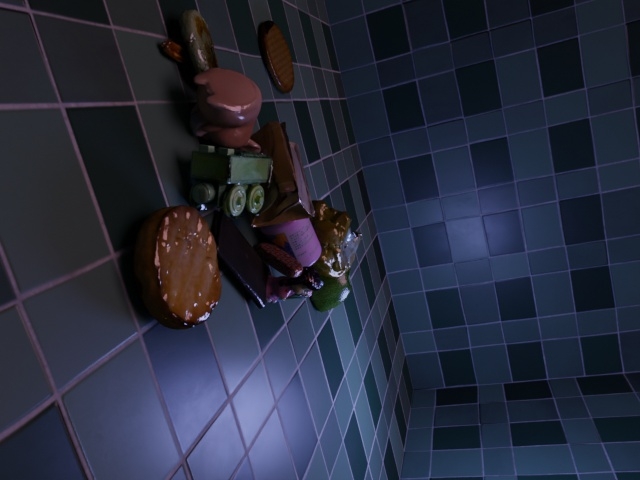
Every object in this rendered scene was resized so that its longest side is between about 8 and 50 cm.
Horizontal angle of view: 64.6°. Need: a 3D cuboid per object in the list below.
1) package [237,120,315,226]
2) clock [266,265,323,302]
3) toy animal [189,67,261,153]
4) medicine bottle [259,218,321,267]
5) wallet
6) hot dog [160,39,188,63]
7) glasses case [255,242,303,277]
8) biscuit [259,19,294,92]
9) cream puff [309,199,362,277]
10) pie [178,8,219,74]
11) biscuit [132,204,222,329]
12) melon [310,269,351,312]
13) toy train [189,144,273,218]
[{"bbox_3d":[-0.149,-0.225,1.615,0.165,0.222,0.311,92,-14,-61],"label":"package"},{"bbox_3d":[-0.086,0.155,1.771,0.194,0.196,0.100,23,56,-67],"label":"clock"},{"bbox_3d":[-0.275,-0.365,1.479,0.213,0.256,0.195,-26,77,-33],"label":"toy animal"},{"bbox_3d":[-0.123,-0.047,1.799,0.178,0.178,0.290,-78,152,-50],"label":"medicine bottle"},{"bbox_3d":[-0.247,0.064,1.575,0.321,0.044,0.170,59,24,-45],"label":"wallet"},{"bbox_3d":[-0.411,-0.532,1.425,0.122,0.037,0.049,-3,97,-74],"label":"hot dog"},{"bbox_3d":[-0.138,0.069,1.702,0.073,0.195,0.049,-14,129,-48],"label":"glasses case"},{"bbox_3d":[-0.191,-0.813,2.249,0.318,0.040,0.317,-10,90,-71],"label":"biscuit"},{"bbox_3d":[0.000,0.008,2.064,0.274,0.270,0.323,-67,153,-20],"label":"cream puff"},{"bbox_3d":[-0.355,-0.570,1.521,0.240,0.054,0.240,-12,90,-84],"label":"pie"},{"bbox_3d":[-0.338,0.064,1.202,0.296,0.102,0.296,-7,90,-74],"label":"biscuit"},{"bbox_3d":[0.038,0.161,2.190,0.129,0.169,0.264,46,36,-60],"label":"melon"},{"bbox_3d":[-0.254,-0.168,1.431,0.272,0.159,0.188,-18,117,-65],"label":"toy train"}]
